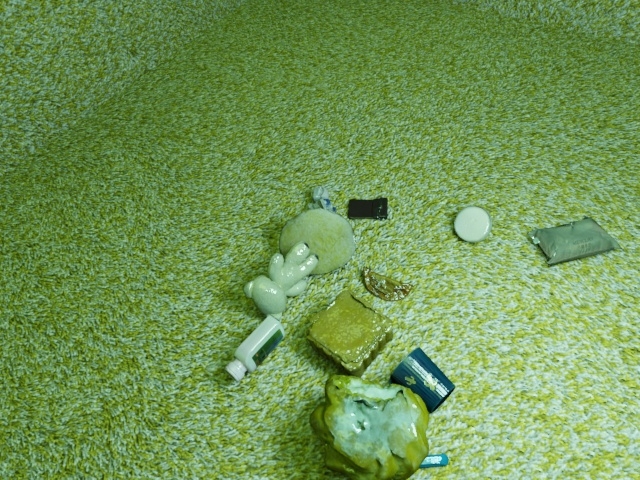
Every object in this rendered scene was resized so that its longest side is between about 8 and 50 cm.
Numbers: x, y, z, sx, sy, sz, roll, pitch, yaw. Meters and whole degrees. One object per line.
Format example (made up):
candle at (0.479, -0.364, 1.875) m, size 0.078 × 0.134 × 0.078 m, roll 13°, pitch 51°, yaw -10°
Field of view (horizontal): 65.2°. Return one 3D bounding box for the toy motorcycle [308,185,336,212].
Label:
toy motorcycle at (0.006, -0.105, 1.957) m, size 0.112 × 0.112 × 0.254 m, roll -12°, pitch 54°, yaw -3°

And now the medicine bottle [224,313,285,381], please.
medicine bottle at (-0.208, 0.348, 1.594) m, size 0.078 × 0.115 × 0.219 m, roll 31°, pitch 61°, yaw 25°

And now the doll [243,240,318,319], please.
doll at (-0.126, 0.127, 1.725) m, size 0.278 × 0.149 × 0.175 m, roll -45°, pitch 99°, yaw -8°

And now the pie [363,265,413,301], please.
pie at (0.221, 0.162, 1.752) m, size 0.191 × 0.033 × 0.088 m, roll 22°, pitch 73°, yaw 20°

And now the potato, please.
potato at (0.000, 0.000, 1.819) m, size 0.299 × 0.116 × 0.239 m, roll -14°, pitch 91°, yaw 21°

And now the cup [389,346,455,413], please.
cup at (0.292, 0.432, 1.482) m, size 0.155 × 0.131 × 0.176 m, roll 41°, pitch 95°, yaw 27°

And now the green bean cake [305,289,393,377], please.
green bean cake at (0.095, 0.296, 1.596) m, size 0.224 × 0.131 × 0.229 m, roll 33°, pitch 65°, yaw 30°

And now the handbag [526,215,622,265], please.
handbag at (0.886, -0.005, 1.766) m, size 0.270 × 0.117 × 0.182 m, roll -13°, pitch 43°, yaw -3°

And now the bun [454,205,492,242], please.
bun at (0.569, -0.056, 1.854) m, size 0.138 × 0.094 × 0.138 m, roll -6°, pitch 77°, yaw 26°

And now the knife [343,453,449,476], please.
knife at (0.209, 0.623, 1.390) m, size 0.296 × 0.026 × 0.044 m, roll -4°, pitch 54°, yaw 0°

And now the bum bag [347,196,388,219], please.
bum bag at (0.189, -0.128, 1.990) m, size 0.159 × 0.026 × 0.109 m, roll 0°, pitch 52°, yaw 6°

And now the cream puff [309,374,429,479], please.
cream puff at (0.143, 0.514, 1.351) m, size 0.323 × 0.270 × 0.274 m, roll 6°, pitch 71°, yaw 23°
